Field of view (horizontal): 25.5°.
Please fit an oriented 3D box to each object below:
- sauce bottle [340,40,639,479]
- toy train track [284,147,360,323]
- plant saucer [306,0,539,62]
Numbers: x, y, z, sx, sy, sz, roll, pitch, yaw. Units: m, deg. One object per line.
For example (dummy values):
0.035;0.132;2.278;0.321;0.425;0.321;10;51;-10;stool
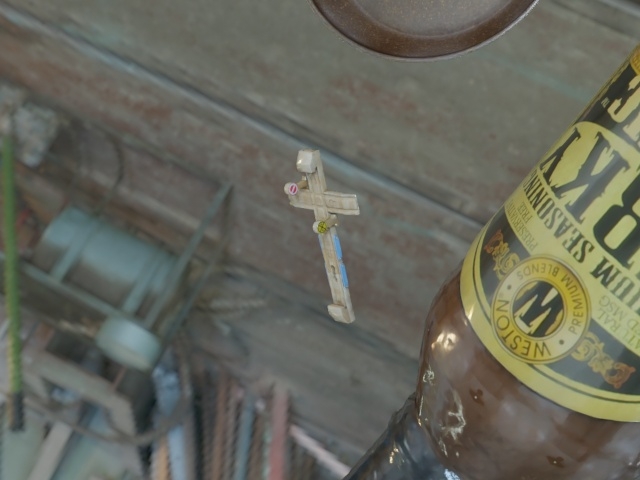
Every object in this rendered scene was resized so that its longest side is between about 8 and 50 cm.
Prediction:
0.115;0.015;0.518;0.111;0.344;0.111;33;-161;-12;sauce bottle
0.000;0.000;0.640;0.048;0.014;0.083;10;119;49;toy train track
0.078;-0.215;0.978;0.198;0.199;0.036;19;179;20;plant saucer
